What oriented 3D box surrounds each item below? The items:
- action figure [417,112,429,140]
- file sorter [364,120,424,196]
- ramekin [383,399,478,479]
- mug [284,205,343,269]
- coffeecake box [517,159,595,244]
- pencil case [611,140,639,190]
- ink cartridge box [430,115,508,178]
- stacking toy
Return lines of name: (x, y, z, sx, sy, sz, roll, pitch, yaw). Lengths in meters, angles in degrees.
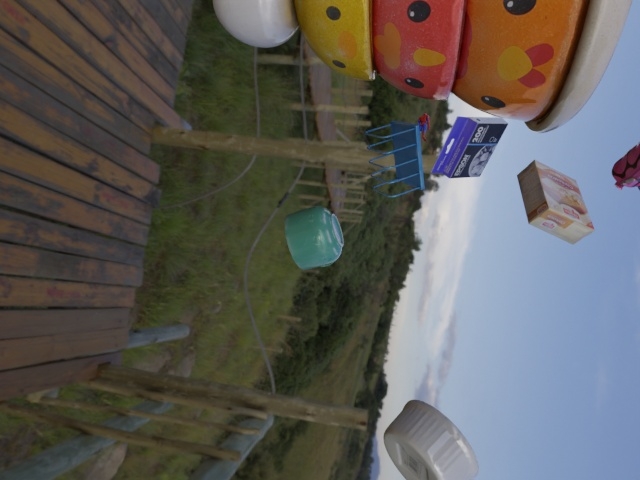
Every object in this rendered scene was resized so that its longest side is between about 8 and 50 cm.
action figure: (0.307, -0.340, 1.259, 0.030, 0.038, 0.115, 42, 52, -39)
file sorter: (0.192, -0.214, 1.111, 0.118, 0.104, 0.170, -139, -148, -59)
ramekin: (0.322, 0.644, 1.277, 0.135, 0.277, 0.277, -31, 141, -28)
mug: (-0.003, -0.009, 0.920, 0.158, 0.097, 0.129, 4, 70, -74)
coffeecake box: (0.593, -0.100, 1.068, 0.068, 0.142, 0.185, 126, -18, -47)
pencil case: (0.768, -0.197, 0.975, 0.098, 0.095, 0.209, -39, 158, -5)
ink cartridge box: (0.484, -0.299, 1.366, 0.045, 0.208, 0.206, 56, -38, 39)
stacking toy: (0.091, -0.313, 0.544, 0.350, 0.480, 0.350, 1, 90, -76)
